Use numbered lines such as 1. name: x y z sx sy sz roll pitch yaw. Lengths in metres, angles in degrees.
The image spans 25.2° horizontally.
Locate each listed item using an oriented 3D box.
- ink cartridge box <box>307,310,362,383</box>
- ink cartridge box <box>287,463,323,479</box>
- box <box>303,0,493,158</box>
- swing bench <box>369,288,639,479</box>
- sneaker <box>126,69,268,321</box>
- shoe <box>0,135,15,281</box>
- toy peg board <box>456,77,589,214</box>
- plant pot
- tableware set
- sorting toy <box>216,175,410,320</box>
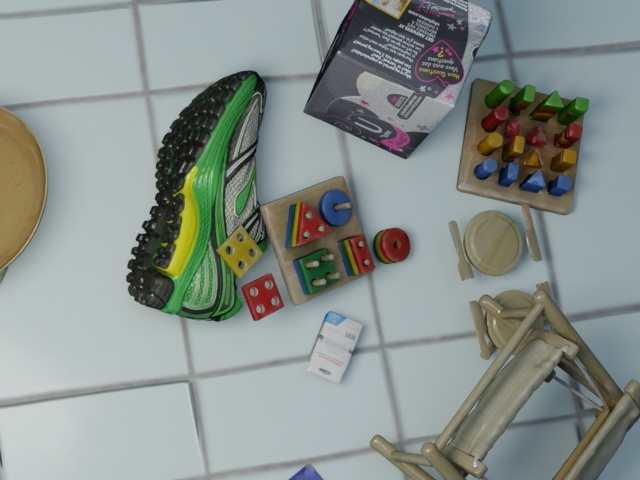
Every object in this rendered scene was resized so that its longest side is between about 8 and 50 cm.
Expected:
1. ink cartridge box: 0.016 0.138 1.829 0.048 0.028 0.083 24 74 -5
2. ink cartridge box: -0.023 0.424 1.750 0.223 0.045 0.224 -39 87 -16
3. box: 0.093 -0.219 1.809 0.163 0.247 0.142 25 76 -5
4. swing bench: 0.250 0.237 1.762 0.255 0.165 0.253 43 73 -13
5. sneaker: -0.131 -0.057 1.809 0.146 0.134 0.343 27 68 -30
6. shoe: -0.407 -0.028 1.765 0.076 0.058 0.219 16 75 -7
7. toy peg board: 0.278 -0.134 1.916 0.161 0.079 0.160 12 76 -8
8. plant pot: -0.431 -0.052 1.736 0.236 0.032 0.236 -5 74 17
9. tableware set: 0.235 0.057 1.888 0.128 0.039 0.194 -12 86 -25
10. sorting toy: 0.000 0.000 1.786 0.274 0.046 0.132 -22 97 -36
